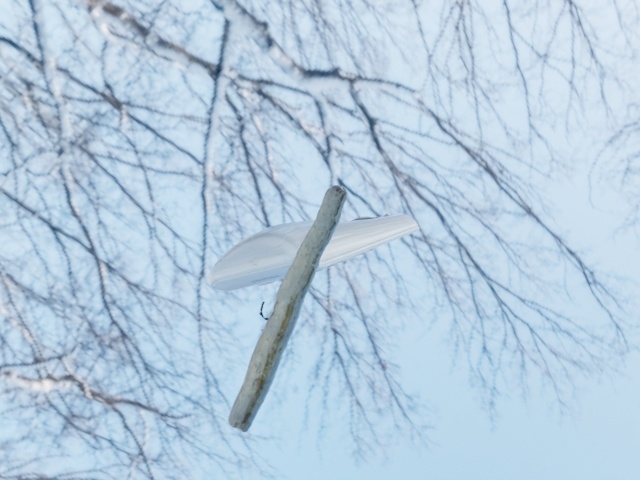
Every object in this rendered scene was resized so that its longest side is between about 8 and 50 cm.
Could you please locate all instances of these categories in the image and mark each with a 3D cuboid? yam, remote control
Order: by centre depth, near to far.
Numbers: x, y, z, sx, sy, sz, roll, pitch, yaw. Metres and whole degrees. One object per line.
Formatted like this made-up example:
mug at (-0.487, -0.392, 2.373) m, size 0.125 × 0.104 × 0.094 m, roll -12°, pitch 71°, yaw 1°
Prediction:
yam at (-0.030, 0.058, 0.797) m, size 0.029 × 0.027 × 0.234 m, roll 32°, pitch -68°, yaw 25°
remote control at (0.000, 0.000, 1.036) m, size 0.109 × 0.313 × 0.055 m, roll -15°, pitch -89°, yaw 27°
